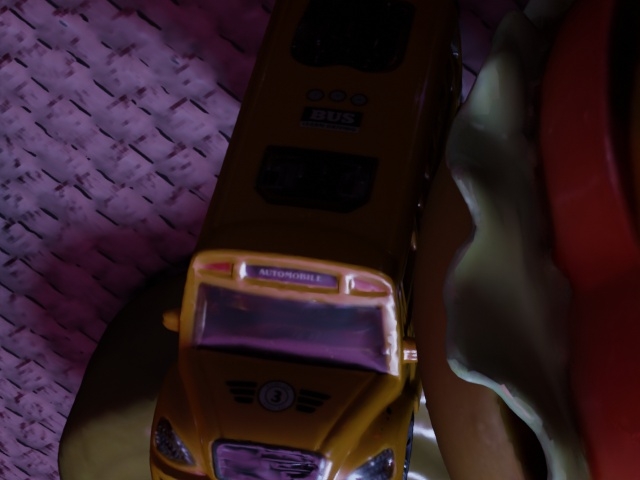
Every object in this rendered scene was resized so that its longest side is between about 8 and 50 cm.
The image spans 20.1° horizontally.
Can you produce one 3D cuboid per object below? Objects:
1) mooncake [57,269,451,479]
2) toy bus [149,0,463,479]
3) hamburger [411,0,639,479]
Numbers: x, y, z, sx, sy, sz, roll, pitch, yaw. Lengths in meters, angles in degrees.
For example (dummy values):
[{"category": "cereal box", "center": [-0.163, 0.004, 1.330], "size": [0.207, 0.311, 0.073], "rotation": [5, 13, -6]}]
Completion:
[{"category": "mooncake", "center": [0.015, 0.102, 0.783], "size": [0.235, 0.117, 0.235], "rotation": [7, 137, 7]}, {"category": "toy bus", "center": [0.000, 0.000, 0.603], "size": [0.083, 0.194, 0.088], "rotation": [7, 137, 7]}, {"category": "hamburger", "center": [0.149, 0.025, 0.537], "size": [0.212, 0.274, 0.274], "rotation": [-21, 129, 40]}]
